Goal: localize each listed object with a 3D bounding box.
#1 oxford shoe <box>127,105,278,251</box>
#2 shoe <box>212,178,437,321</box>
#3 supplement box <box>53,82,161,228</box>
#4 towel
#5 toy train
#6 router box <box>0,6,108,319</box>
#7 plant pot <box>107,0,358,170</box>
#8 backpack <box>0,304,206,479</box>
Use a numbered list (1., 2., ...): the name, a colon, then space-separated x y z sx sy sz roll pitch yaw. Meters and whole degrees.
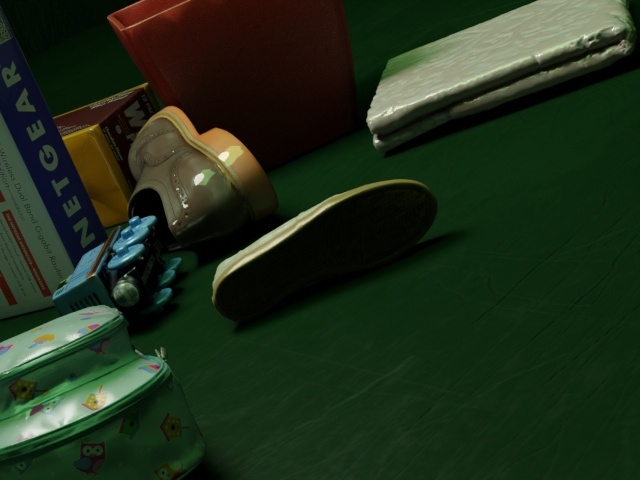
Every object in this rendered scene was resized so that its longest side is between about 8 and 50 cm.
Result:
1. oxford shoe: -0.176 -0.065 1.737 0.132 0.130 0.363 -36 17 -14
2. shoe: 0.000 0.000 1.360 0.219 0.076 0.058 -25 21 2
3. supplement box: -0.315 -0.096 2.013 0.191 0.129 0.194 -17 18 22
4. towel: 0.217 -0.215 1.794 0.317 0.053 0.332 -20 16 15
5. toy train: -0.204 0.037 1.531 0.105 0.080 0.184 -27 15 9
6. router box: -0.425 -0.067 1.706 0.301 0.335 0.082 -13 19 28
7. plant pot: -0.091 -0.223 1.916 0.267 0.236 0.267 -25 15 -6
8. backpack: -0.175 0.131 1.072 0.166 0.144 0.188 -23 18 -20
